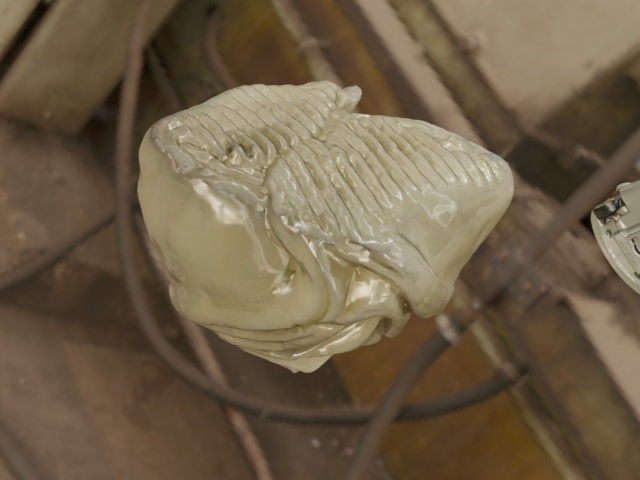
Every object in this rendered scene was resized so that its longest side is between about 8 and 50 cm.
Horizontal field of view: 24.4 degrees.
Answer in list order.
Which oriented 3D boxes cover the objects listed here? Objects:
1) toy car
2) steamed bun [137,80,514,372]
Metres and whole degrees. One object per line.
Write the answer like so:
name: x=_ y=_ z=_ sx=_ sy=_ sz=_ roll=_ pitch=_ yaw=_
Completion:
toy car: x=0.333 y=-0.023 z=1.352 sx=0.112 sy=0.139 sz=0.112 roll=-35 pitch=93 yaw=-40
steamed bun: x=-0.009 y=-0.004 z=1.416 sx=0.309 sy=0.219 sz=0.324 roll=25 pitch=32 yaw=22
